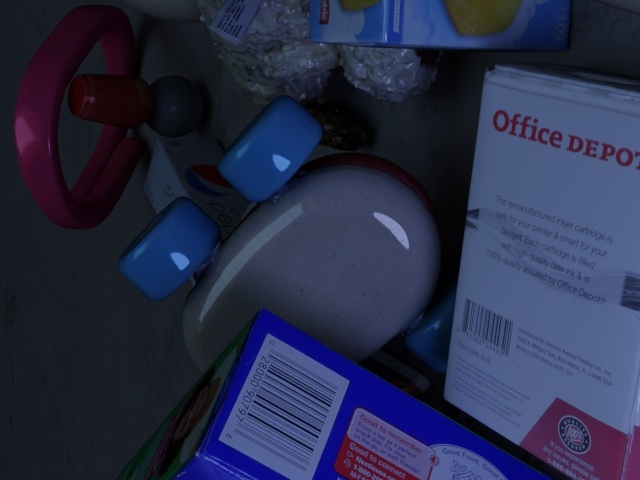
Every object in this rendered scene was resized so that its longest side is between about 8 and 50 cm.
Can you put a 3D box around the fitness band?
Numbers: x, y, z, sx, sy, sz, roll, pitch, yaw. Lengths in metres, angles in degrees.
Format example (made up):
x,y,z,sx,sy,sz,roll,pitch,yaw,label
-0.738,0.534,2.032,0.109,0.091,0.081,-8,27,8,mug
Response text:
x,y,z,sx,sy,sz,roll,pitch,yaw,label
-0.266,-0.142,1.189,0.291,0.054,0.209,-76,-17,-49,fitness band

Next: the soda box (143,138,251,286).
x,y,z,sx,sy,sz,roll,pitch,yaw,label
-0.105,-0.012,1.057,0.216,0.074,0.069,57,138,37,soda box

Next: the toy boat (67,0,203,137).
x,y,z,sx,sy,sz,roll,pitch,yaw,label
-0.155,-0.259,1.072,0.267,0.148,0.318,39,118,44,toy boat

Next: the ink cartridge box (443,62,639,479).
x,y,z,sx,sy,sz,roll,pitch,yaw,label
0.162,0.014,0.611,0.158,0.092,0.218,27,118,54,ink cartridge box

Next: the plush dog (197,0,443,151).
x,y,z,sx,sy,sz,roll,pitch,yaw,label
-0.033,-0.189,0.845,0.225,0.210,0.262,94,163,-69,plush dog

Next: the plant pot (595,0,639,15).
x,y,z,sx,sy,sz,roll,pitch,yaw,label
0.177,-0.196,0.450,0.274,0.256,0.256,41,130,24,plant pot

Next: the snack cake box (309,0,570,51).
x,y,z,sx,sy,sz,roll,pitch,yaw,label
0.081,-0.253,0.655,0.089,0.152,0.264,17,108,57,snack cake box

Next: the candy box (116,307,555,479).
x,y,z,sx,sy,sz,roll,pitch,yaw,label
-0.008,0.222,0.746,0.317,0.268,0.122,-49,12,48,candy box

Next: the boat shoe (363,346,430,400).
x,y,z,sx,sy,sz,roll,pitch,yaw,label
0.039,0.097,0.868,0.043,0.049,0.137,-45,38,-3,boat shoe

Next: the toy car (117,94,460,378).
x,y,z,sx,sy,sz,roll,pitch,yaw,label
0.000,0.000,0.822,0.210,0.219,0.238,-43,12,20,toy car
